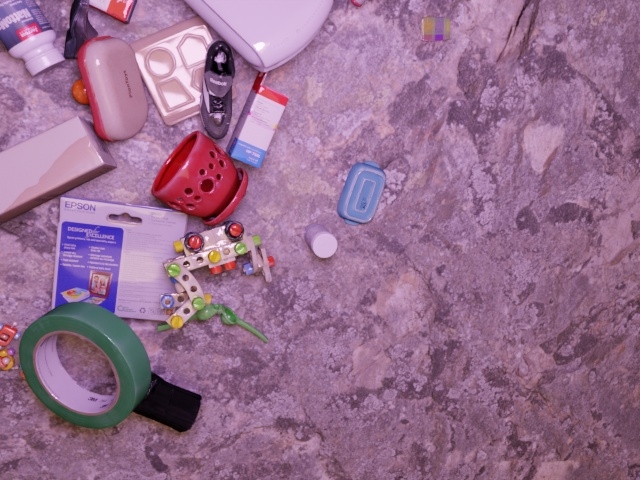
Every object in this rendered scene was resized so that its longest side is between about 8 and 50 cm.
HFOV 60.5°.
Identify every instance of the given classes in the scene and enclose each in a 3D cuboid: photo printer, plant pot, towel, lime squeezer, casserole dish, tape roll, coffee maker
[{"bbox_3d":[-0.142,-0.549,1.229,0.307,0.107,0.256,44,77,-4],"label":"photo printer"},{"bbox_3d":[-0.287,-0.143,1.337,0.174,0.191,0.191,37,94,-31],"label":"plant pot"},{"bbox_3d":[0.305,-0.562,1.456,0.083,0.009,0.060,-7,107,-14],"label":"towel"},{"bbox_3d":[-0.284,0.226,1.515,0.311,0.059,0.109,9,103,-18],"label":"lime squeezer"},{"bbox_3d":[0.119,-0.127,1.525,0.114,0.037,0.188,15,103,-18],"label":"casserole dish"},{"bbox_3d":[-0.577,0.309,1.347,0.322,0.077,0.321,5,112,13],"label":"tape roll"},{"bbox_3d":[-0.420,0.444,1.483,0.178,0.171,0.120,32,73,-25],"label":"coffee maker"}]

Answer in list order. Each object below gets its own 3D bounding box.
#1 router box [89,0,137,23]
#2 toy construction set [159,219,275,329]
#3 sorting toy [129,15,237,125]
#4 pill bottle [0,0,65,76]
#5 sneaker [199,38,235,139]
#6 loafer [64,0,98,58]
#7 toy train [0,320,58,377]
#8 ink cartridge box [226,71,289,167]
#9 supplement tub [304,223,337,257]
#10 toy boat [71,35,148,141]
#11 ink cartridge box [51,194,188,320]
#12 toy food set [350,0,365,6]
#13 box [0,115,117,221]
[{"bbox_3d":[-0.501,-0.689,1.166,0.301,0.082,0.335,20,100,-19],"label":"router box"},{"bbox_3d":[-0.257,0.070,1.382,0.328,0.151,0.214,-21,100,-32],"label":"toy construction set"},{"bbox_3d":[-0.329,-0.409,1.325,0.193,0.038,0.208,-25,107,-6],"label":"sorting toy"},{"bbox_3d":[-0.642,-0.456,1.186,0.108,0.108,0.180,-31,112,-4],"label":"pill bottle"},{"bbox_3d":[-0.241,-0.354,1.280,0.078,0.106,0.234,3,102,-13],"label":"sneaker"},{"bbox_3d":[-0.522,-0.467,1.208,0.061,0.170,0.062,7,62,-29],"label":"loafer"},{"bbox_3d":[-0.775,0.292,1.410,0.166,0.046,0.125,39,94,-21],"label":"toy train"},{"bbox_3d":[-0.149,-0.305,1.347,0.078,0.134,0.231,21,100,-20],"label":"ink cartridge box"},{"bbox_3d":[0.000,0.000,1.493,0.071,0.107,0.070,-4,107,-14],"label":"supplement tub"},{"bbox_3d":[-0.501,-0.342,1.256,0.151,0.151,0.231,2,115,21],"label":"toy boat"},{"bbox_3d":[-0.507,0.047,1.398,0.304,0.072,0.307,8,102,-16],"label":"ink cartridge box"},{"bbox_3d":[0.030,-0.625,1.321,0.232,0.111,0.104,23,131,-30],"label":"toy food set"},{"bbox_3d":[-0.645,-0.155,1.247,0.311,0.148,0.121,-28,98,-4],"label":"box"}]
